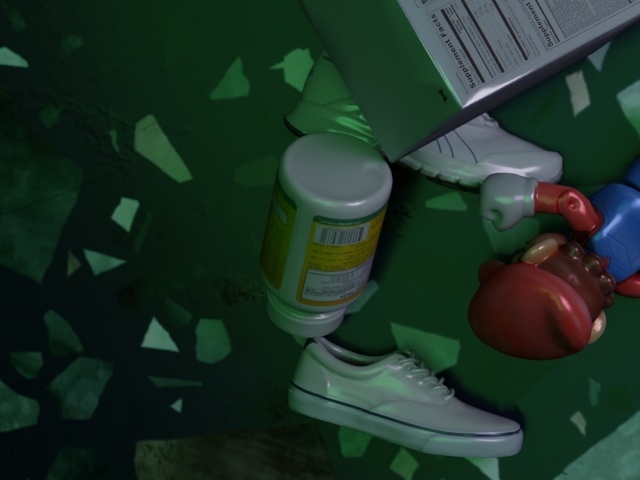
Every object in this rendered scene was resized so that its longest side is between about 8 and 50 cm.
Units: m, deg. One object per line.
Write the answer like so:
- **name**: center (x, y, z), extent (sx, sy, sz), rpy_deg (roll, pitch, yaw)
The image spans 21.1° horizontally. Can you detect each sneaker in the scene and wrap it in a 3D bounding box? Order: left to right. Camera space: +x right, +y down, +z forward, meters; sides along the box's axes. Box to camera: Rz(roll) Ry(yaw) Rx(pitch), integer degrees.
- **sneaker**: center (0.092, 0.164, 1.816), extent (0.258, 0.094, 0.091), rpy_deg (13, 100, 9)
- **sneaker**: center (0.114, -0.127, 1.790), extent (0.297, 0.111, 0.129), rpy_deg (18, 91, 7)

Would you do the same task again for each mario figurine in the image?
- **mario figurine**: center (0.273, -0.009, 1.741), extent (0.320, 0.170, 0.198), rpy_deg (-38, 75, -9)

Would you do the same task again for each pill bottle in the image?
- **pill bottle**: center (0.000, 0.000, 1.770), extent (0.118, 0.117, 0.208), rpy_deg (19, 134, 8)

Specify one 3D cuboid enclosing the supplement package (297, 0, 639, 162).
- **supplement package**: center (0.156, -0.238, 1.672), extent (0.263, 0.199, 0.198), rpy_deg (-29, 88, -21)
